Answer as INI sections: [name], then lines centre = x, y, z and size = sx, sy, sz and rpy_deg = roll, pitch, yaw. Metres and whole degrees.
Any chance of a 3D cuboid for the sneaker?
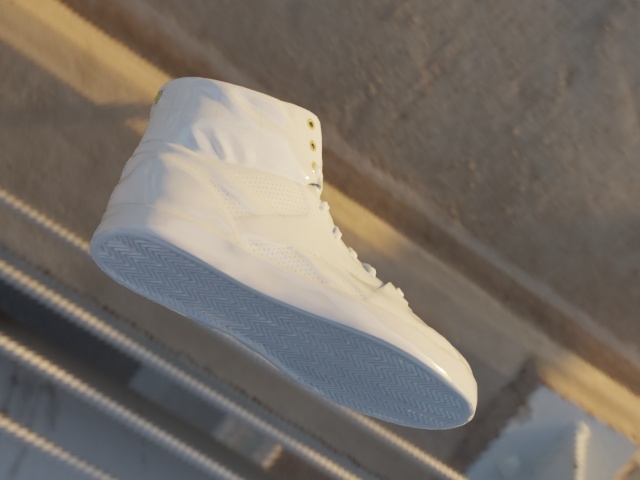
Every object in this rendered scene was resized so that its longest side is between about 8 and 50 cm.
[sneaker]
centre = 0.000, 0.000, 1.173
size = 0.292, 0.169, 0.108
rpy_deg = 32, 143, -22
